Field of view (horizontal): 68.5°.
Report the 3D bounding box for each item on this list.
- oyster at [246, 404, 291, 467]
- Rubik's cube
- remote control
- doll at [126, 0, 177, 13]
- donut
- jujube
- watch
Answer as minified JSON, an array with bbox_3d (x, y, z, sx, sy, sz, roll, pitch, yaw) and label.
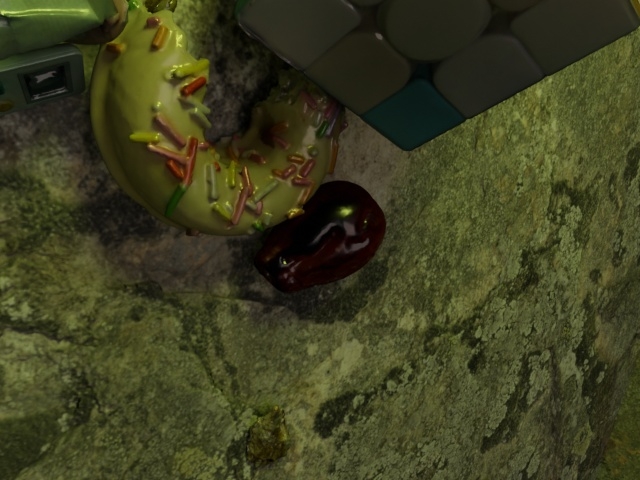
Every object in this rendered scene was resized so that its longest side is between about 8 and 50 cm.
[{"bbox_3d":[-0.097,0.392,0.943,0.121,0.045,0.146,32,85,-51],"label":"oyster"},{"bbox_3d":[0.136,-0.389,0.608,0.347,0.346,0.344,26,55,-39],"label":"Rubik's cube"},{"bbox_3d":[-0.416,-0.161,0.519,0.293,0.103,0.051,-25,91,-27],"label":"remote control"},{"bbox_3d":[-0.243,-0.385,0.573,0.137,0.097,0.210,-10,104,-27],"label":"doll"},{"bbox_3d":[-0.124,-0.148,0.674,0.371,0.150,0.307,-3,110,-41],"label":"donut"},{"bbox_3d":[0.000,0.000,0.819,0.236,0.168,0.168,-35,121,-14],"label":"jujube"},{"bbox_3d":[-0.353,-0.238,0.443,0.241,0.253,0.162,-50,146,-35],"label":"watch"}]
